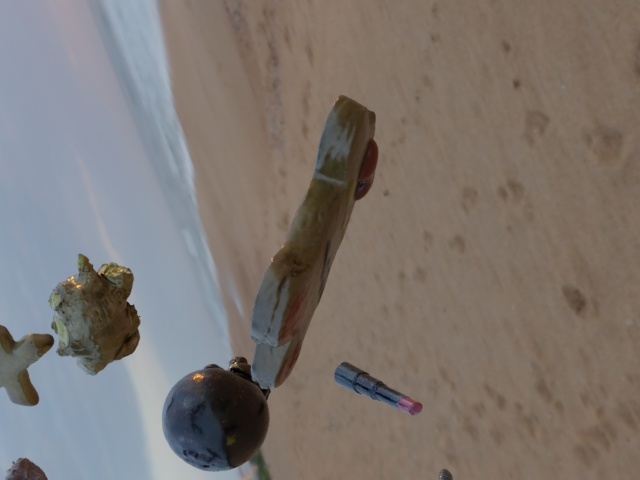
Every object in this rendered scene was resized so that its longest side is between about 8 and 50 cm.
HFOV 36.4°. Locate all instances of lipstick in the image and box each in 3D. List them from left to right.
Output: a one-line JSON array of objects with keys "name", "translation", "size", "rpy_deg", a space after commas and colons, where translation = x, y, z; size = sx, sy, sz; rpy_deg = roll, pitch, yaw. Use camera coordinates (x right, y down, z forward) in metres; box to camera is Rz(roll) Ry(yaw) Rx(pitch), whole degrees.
[{"name": "lipstick", "translation": [0.126, 0.318, 2.061], "size": [0.234, 0.053, 0.053], "rpy_deg": [19, 135, 46]}]

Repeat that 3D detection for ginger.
[{"name": "ginger", "translation": [-0.365, 0.117, 1.585], "size": [0.102, 0.157, 0.216], "rpy_deg": [29, 135, 47]}]

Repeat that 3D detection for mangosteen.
[{"name": "mangosteen", "translation": [-0.208, 0.347, 2.022], "size": [0.228, 0.228, 0.265], "rpy_deg": [77, -152, -45]}]

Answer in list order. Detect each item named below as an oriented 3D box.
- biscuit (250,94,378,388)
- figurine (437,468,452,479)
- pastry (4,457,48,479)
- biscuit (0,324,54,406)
[{"name": "biscuit", "translation": [0.000, 0.000, 1.419], "size": [0.368, 0.076, 0.394], "rpy_deg": [99, -168, -63]}, {"name": "figurine", "translation": [0.068, 0.537, 1.528], "size": [0.186, 0.382, 0.261], "rpy_deg": [50, 143, 21]}, {"name": "pastry", "translation": [-0.472, 0.492, 1.559], "size": [0.103, 0.112, 0.265], "rpy_deg": [18, -136, -39]}, {"name": "biscuit", "translation": [-0.679, 0.272, 2.124], "size": [0.047, 0.164, 0.208], "rpy_deg": [-93, 22, -57]}]
